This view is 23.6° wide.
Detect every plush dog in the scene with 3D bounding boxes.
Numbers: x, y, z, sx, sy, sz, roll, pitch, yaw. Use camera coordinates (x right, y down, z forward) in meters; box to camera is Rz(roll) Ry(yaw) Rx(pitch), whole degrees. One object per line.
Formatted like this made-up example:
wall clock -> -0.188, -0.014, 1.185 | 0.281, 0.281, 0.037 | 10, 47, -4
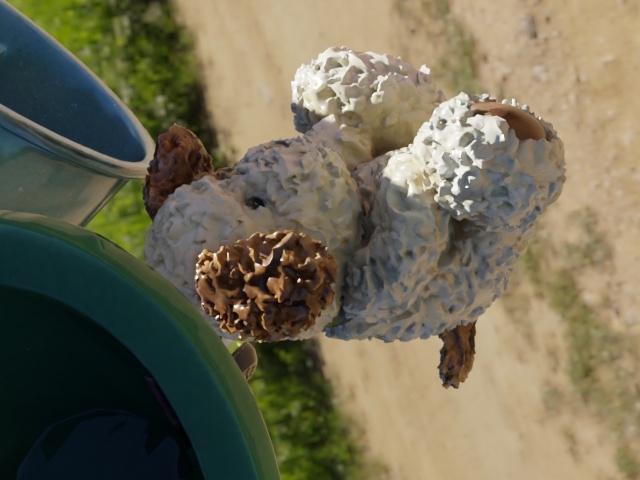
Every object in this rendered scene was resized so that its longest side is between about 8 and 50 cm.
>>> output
plush dog -> 0.000, 0.000, 0.956 | 0.262, 0.225, 0.211 | -142, 51, -61

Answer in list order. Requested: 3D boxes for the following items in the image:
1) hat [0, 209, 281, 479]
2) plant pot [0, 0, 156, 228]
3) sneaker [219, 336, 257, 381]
hat -> -0.054, 0.092, 0.504 | 0.173, 0.183, 0.208 | -18, 85, 20
plant pot -> -0.344, -0.024, 1.068 | 0.334, 0.341, 0.341 | -53, 44, 9
sneaker -> -0.163, 0.152, 1.467 | 0.097, 0.234, 0.084 | 43, 143, 11
